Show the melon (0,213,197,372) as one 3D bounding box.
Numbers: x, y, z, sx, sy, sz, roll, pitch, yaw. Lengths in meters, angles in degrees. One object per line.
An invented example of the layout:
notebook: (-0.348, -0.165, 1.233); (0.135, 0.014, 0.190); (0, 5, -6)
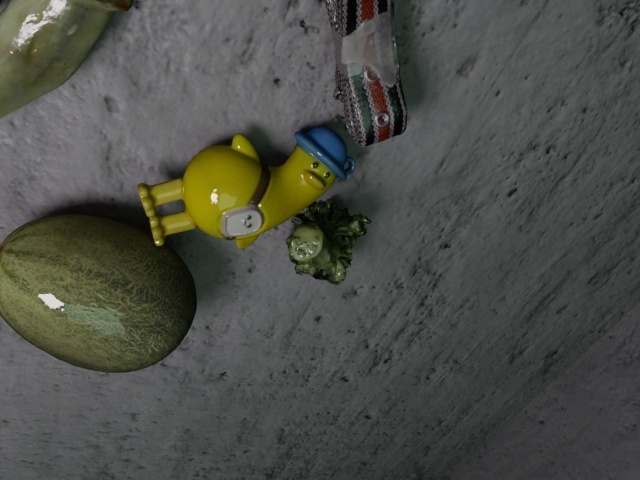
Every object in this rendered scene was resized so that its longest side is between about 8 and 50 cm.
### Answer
melon: (-0.358, 0.085, 0.859); (0.248, 0.248, 0.329); (-43, 133, 19)

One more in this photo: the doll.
doll: (-0.107, -0.086, 0.877); (0.363, 0.145, 0.199); (-17, 125, -16)

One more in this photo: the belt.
belt: (0.061, -0.299, 0.756); (0.094, 0.126, 0.359); (-21, 137, -7)

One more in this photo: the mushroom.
mushroom: (-0.362, -0.233, 0.653); (0.333, 0.087, 0.107); (-37, 149, 21)

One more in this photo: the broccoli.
broccoli: (-0.007, 0.002, 0.925); (0.145, 0.304, 0.165); (25, 93, 5)
